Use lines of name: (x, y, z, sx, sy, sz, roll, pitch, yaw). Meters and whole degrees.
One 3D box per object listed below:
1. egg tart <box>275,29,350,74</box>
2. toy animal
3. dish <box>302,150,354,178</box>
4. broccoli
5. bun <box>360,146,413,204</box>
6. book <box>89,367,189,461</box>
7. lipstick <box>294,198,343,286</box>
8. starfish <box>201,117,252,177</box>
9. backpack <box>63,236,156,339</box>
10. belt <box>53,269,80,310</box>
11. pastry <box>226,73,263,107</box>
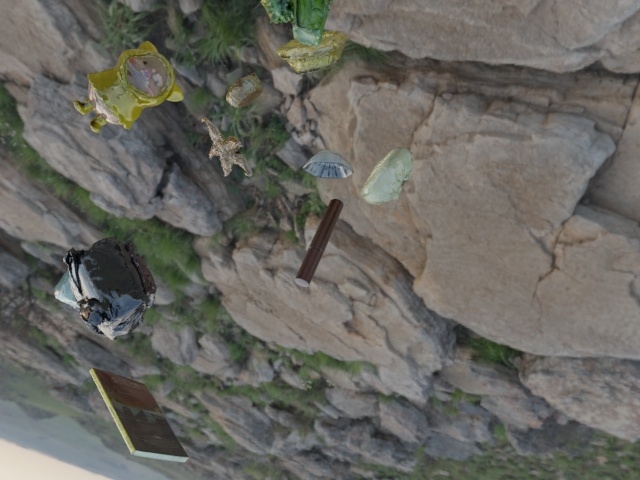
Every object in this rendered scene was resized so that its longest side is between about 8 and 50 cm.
egg tart: (-0.014, -0.454, 1.138, 0.191, 0.191, 0.074, 1, 125, 27)
toy animal: (-0.444, -0.344, 1.087, 0.156, 0.229, 0.156, 54, 171, 13)
dish: (0.032, -0.287, 1.743, 0.190, 0.066, 0.191, 5, 169, 1)
broccoli: (-0.021, -0.391, 0.725, 0.219, 0.194, 0.194, 11, 156, -33)
bun: (0.237, -0.205, 1.586, 0.127, 0.222, 0.222, 40, 145, -6)
book: (-0.616, 0.590, 1.599, 0.374, 0.028, 0.262, 39, 175, 36)
lipstick: (0.000, 0.000, 1.643, 0.057, 0.357, 0.057, 18, 148, 11)
starfish: (-0.305, -0.287, 1.491, 0.240, 0.043, 0.227, 55, 145, 0)
backpack: (-0.292, 0.073, 0.673, 0.120, 0.105, 0.165, 61, 156, 11)
belt: (-0.694, 0.166, 1.485, 0.207, 0.150, 0.257, 16, 161, 33)
pastry: (-0.286, -0.564, 1.784, 0.153, 0.153, 0.081, -20, 104, 45)
